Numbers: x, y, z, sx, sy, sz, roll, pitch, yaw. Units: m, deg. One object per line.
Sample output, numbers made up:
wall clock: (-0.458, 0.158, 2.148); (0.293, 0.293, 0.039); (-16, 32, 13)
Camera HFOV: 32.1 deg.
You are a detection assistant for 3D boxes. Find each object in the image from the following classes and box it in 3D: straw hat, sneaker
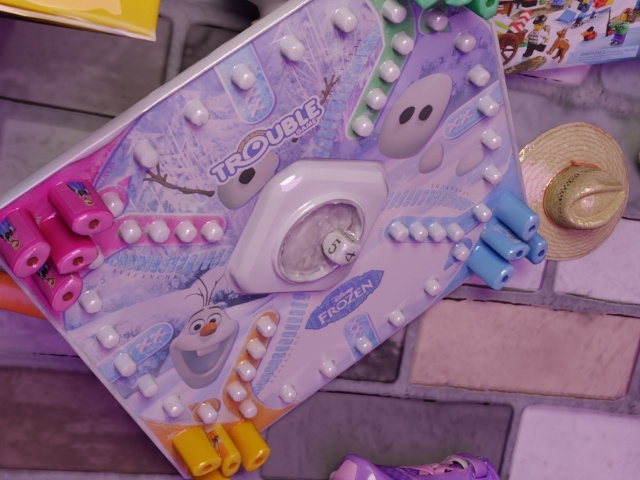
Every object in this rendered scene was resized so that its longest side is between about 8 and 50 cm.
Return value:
straw hat: (0.246, -0.039, 1.040); (0.144, 0.061, 0.145); (-4, 103, -21)
sneaker: (0.112, 0.239, 1.037); (0.236, 0.095, 0.105); (32, 82, -29)

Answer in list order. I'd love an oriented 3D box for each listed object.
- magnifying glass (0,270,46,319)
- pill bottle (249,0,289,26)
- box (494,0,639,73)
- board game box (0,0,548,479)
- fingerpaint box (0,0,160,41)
magnifying glass: (-0.317, 0.019, 0.848); (0.230, 0.026, 0.092); (17, 95, -25)
pill bottle: (0.004, -0.266, 0.839); (0.160, 0.160, 0.283); (-11, 106, -19)
box: (0.226, -0.229, 0.965); (0.233, 0.044, 0.159); (-9, 131, -20)
board game box: (0.000, 0.000, 0.847); (0.390, 0.050, 0.390); (-35, 142, -9)
fingerpaint box: (-0.175, -0.311, 0.602); (0.163, 0.445, 0.371); (9, 97, -24)
